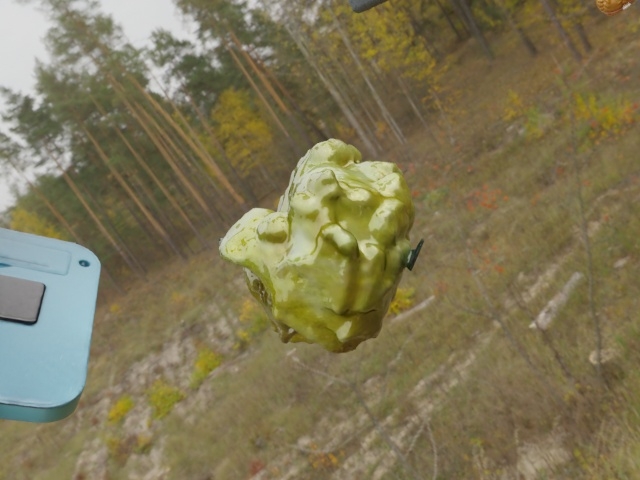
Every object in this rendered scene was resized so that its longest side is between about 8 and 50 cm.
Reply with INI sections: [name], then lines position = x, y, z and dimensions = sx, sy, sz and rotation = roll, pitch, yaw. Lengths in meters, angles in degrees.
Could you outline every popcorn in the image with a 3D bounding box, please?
[popcorn]
position = 0.011, 0.005, 0.521
dimensions = 0.173, 0.142, 0.173
rotation = -46, -10, -10

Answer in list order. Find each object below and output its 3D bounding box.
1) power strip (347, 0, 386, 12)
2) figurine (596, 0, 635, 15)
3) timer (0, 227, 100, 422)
[power strip]
position = 0.137, -0.417, 0.988
dimensions = 0.105, 0.070, 0.256
rotation = -41, 22, -21
[figurine]
position = 0.349, -0.277, 0.707
dimensions = 0.109, 0.047, 0.064
rotation = -13, 65, 32
[timer]
position = -0.359, 0.089, 0.685
dimensions = 0.250, 0.231, 0.091
rotation = -108, 38, -55
